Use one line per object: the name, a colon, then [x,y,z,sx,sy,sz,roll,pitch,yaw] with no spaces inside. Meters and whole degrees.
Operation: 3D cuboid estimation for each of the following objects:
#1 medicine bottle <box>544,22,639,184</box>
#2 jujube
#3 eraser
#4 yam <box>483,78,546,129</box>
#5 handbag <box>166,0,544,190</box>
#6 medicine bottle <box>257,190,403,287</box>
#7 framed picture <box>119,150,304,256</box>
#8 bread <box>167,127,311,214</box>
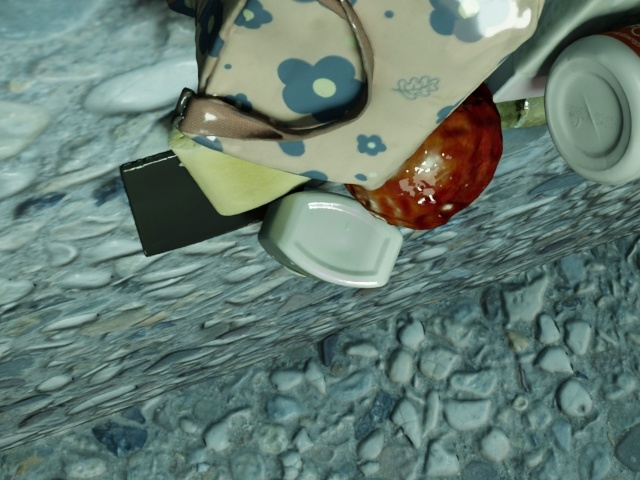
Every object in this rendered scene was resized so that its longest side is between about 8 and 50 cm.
medicine bottle: [0.400,-0.168,0.886,0.288,0.157,0.157,-18,164,-22]
jujube: [0.115,-0.112,0.933,0.197,0.197,0.290,-28,179,20]
eraser: [0.345,-0.290,0.853,0.213,0.082,0.397,-13,162,-28]
yam: [0.339,-0.209,1.104,0.259,0.093,0.093,-15,163,-25]
handbag: [0.010,-0.173,0.592,0.193,0.190,0.251,7,147,-29]
medicine bottle: [0.000,0.000,1.098,0.161,0.111,0.296,22,178,-10]
framed picture: [-0.129,-0.065,1.086,0.244,0.013,0.324,-19,164,-13]
bread: [-0.082,-0.100,0.911,0.139,0.060,0.178,-23,156,-1]
